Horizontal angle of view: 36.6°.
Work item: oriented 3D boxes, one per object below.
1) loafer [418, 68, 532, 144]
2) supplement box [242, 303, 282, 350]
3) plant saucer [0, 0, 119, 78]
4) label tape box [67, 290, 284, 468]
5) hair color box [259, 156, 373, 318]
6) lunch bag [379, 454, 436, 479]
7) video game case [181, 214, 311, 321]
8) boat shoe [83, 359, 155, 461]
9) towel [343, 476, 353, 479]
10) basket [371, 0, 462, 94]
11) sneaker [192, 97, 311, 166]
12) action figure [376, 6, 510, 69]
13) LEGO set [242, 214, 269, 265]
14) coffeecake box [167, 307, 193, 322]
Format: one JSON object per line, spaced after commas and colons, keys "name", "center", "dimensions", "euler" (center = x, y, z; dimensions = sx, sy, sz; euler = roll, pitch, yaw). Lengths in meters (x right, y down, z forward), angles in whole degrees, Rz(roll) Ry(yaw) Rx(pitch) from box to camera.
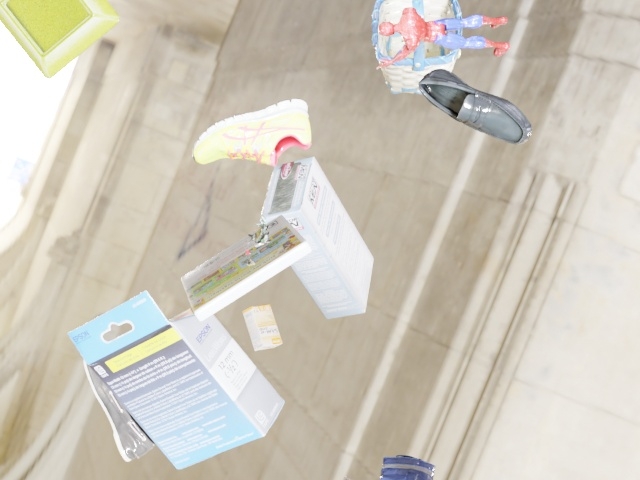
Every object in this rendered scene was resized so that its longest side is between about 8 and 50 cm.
{"name": "loafer", "center": [0.274, -0.235, 1.738], "dimensions": [0.223, 0.076, 0.078], "euler": [34, -142, 20]}
{"name": "supplement box", "center": [-0.133, 0.200, 2.224], "dimensions": [0.062, 0.098, 0.036], "euler": [-4, 160, -47]}
{"name": "plant saucer", "center": [-0.509, -0.433, 1.821], "dimensions": [0.188, 0.188, 0.045], "euler": [52, -173, -5]}
{"name": "label tape box", "center": [-0.272, 0.243, 1.814], "dimensions": [0.348, 0.249, 0.115], "euler": [54, -144, -12]}
{"name": "hair color box", "center": [0.000, 0.000, 2.343], "dimensions": [0.113, 0.185, 0.374], "euler": [-11, 133, 23]}
{"name": "lunch bag", "center": [0.149, 0.407, 1.678], "dimensions": [0.098, 0.065, 0.067], "euler": [-10, 148, 44]}
{"name": "video game case", "center": [-0.137, 0.045, 1.723], "dimensions": [0.026, 0.227, 0.206], "euler": [60, 175, -20]}
{"name": "boat shoe", "center": [-0.585, 0.476, 2.825], "dimensions": [0.112, 0.095, 0.335], "euler": [73, 172, -84]}
{"name": "towel", "center": [0.215, 0.399, 1.247], "dimensions": [0.331, 0.053, 0.317], "euler": [29, 163, -22]}
{"name": "basket", "center": [0.214, -0.486, 2.149], "dimensions": [0.201, 0.255, 0.289], "euler": [-3, 149, 9]}
{"name": "sneaker", "center": [-0.110, -0.160, 1.600], "dimensions": [0.208, 0.094, 0.081], "euler": [-20, 168, 1]}
{"name": "action figure", "center": [0.215, -0.392, 1.877], "dimensions": [0.280, 0.092, 0.139], "euler": [-2, 172, -31]}
{"name": "LEGO set", "center": [-0.095, 0.003, 1.509], "dimensions": [0.023, 0.083, 0.054], "euler": [21, -171, -29]}
{"name": "coffeecake box", "center": [-0.365, 0.295, 2.599], "dimensions": [0.185, 0.068, 0.142], "euler": [60, -148, 1]}
